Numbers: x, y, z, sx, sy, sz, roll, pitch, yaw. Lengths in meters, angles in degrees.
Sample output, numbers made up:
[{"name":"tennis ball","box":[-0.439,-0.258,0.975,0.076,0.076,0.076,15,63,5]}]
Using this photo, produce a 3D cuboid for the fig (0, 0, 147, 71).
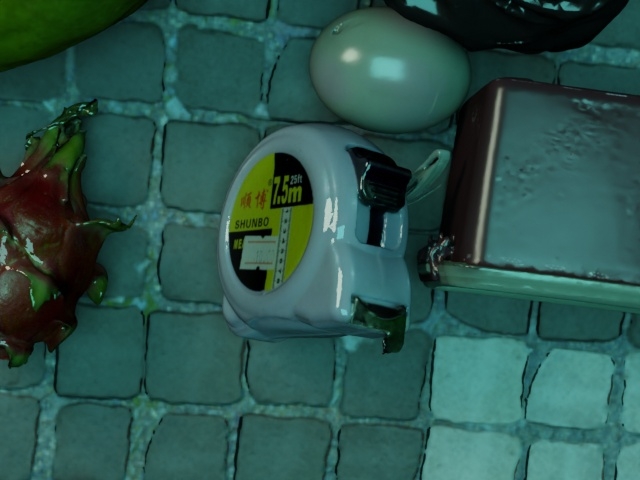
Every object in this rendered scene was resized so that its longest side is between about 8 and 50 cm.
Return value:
[{"name":"fig","box":[-0.259,-0.244,0.964,0.314,0.233,0.233,-16,95,4]}]

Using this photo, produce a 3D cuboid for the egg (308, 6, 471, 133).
[{"name":"egg","box":[0.057,-0.139,1.040,0.135,0.103,0.103,9,94,-4]}]

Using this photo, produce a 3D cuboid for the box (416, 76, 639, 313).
[{"name":"box","box":[0.233,-0.027,1.018,0.294,0.193,0.168,7,89,-3]}]

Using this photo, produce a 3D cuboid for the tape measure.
[{"name":"tape measure","box":[0.002,-0.004,1.015,0.105,0.196,0.178,13,83,-36]}]

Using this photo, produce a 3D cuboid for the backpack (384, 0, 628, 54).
[{"name":"backpack","box":[0.074,-0.353,0.957,0.445,0.255,0.363,20,87,-1]}]

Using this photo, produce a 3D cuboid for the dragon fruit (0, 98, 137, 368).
[{"name":"dragon fruit","box":[-0.229,-0.006,1.035,0.137,0.135,0.236,33,75,1]}]
